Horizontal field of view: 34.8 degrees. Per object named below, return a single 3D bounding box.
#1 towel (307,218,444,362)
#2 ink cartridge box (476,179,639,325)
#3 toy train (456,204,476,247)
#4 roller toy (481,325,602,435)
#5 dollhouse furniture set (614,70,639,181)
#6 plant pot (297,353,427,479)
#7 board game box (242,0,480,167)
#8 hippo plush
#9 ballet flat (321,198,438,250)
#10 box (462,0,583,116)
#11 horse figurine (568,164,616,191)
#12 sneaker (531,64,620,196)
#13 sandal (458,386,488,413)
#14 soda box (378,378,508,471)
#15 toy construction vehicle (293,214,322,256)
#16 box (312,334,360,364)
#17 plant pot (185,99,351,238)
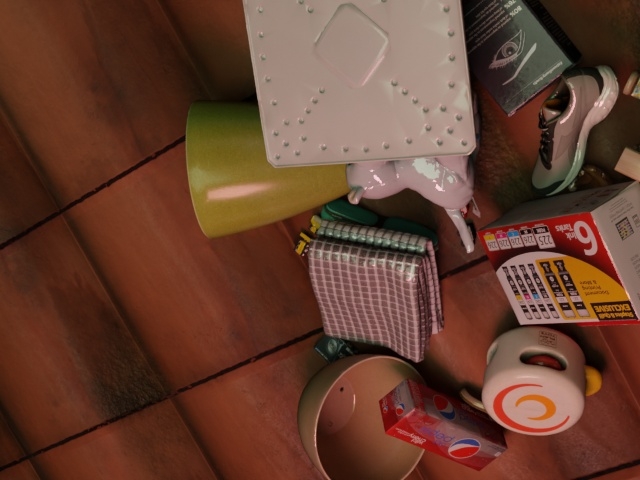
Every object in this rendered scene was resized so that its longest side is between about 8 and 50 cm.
[{"bbox_3d":[0.107,0.104,2.001,0.235,0.121,0.284,8,135,20],"label":"towel"},{"bbox_3d":[0.464,0.059,1.800,0.309,0.130,0.272,-13,106,62],"label":"ink cartridge box"},{"bbox_3d":[0.270,-0.062,1.980,0.036,0.027,0.158,-15,102,23],"label":"toy train"},{"bbox_3d":[0.411,0.263,1.950,0.209,0.146,0.191,-25,121,33],"label":"roller toy"},{"bbox_3d":[0.598,-0.206,1.677,0.212,0.161,0.242,29,108,18],"label":"dollhouse furniture set"},{"bbox_3d":[0.063,0.360,2.106,0.191,0.284,0.284,11,118,59],"label":"plant pot"},{"bbox_3d":[0.062,-0.327,1.699,0.390,0.050,0.390,-2,104,28],"label":"board game box"},{"bbox_3d":[0.166,-0.163,1.862,0.236,0.234,0.294,1,129,16],"label":"hippo plush"},{"bbox_3d":[0.116,-0.010,2.038,0.247,0.083,0.087,20,131,12],"label":"ballet flat"},{"bbox_3d":[0.337,-0.349,1.805,0.153,0.108,0.207,-37,92,28],"label":"box"},{"bbox_3d":[0.554,-0.018,1.855,0.263,0.066,0.174,31,121,16],"label":"horse figurine"},{"bbox_3d":[0.420,-0.195,1.794,0.108,0.100,0.272,2,132,-17],"label":"sneaker"},{"bbox_3d":[0.367,0.339,2.065,0.180,0.072,0.049,31,96,15],"label":"sandal"},{"bbox_3d":[0.245,0.369,2.034,0.263,0.083,0.092,27,123,-29],"label":"soda box"},{"bbox_3d":[0.000,0.000,2.116,0.086,0.035,0.098,34,115,21],"label":"toy construction vehicle"},{"bbox_3d":[0.035,0.235,2.188,0.083,0.018,0.067,45,119,3],"label":"box"},{"bbox_3d":[-0.084,-0.151,1.986,0.293,0.275,0.275,-5,107,8],"label":"plant pot"}]
